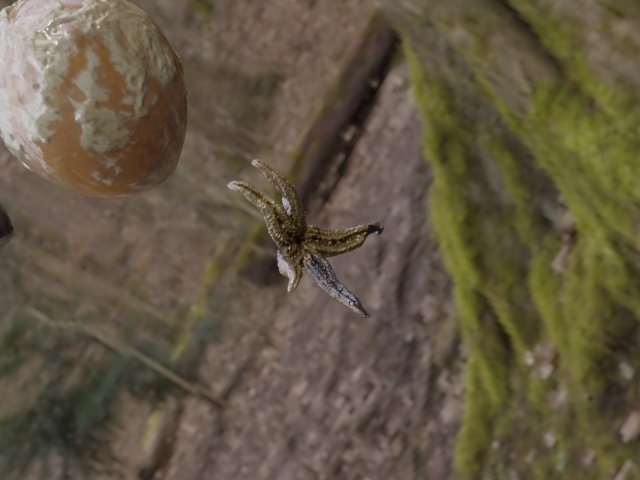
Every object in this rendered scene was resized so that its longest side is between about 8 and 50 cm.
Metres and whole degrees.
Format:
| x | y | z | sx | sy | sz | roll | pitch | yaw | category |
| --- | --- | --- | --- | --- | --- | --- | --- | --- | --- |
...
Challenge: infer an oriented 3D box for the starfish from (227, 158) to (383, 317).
| x | y | z | sx | sy | sz | roll | pitch | yaw | category |
| --- | --- | --- | --- | --- | --- | --- | --- | --- | --- |
| -0.003 | 0.004 | 1.177 | 0.041 | 0.133 | 0.130 | -33 | -16 | 35 | starfish |

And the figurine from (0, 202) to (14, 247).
| x | y | z | sx | sy | sz | roll | pitch | yaw | category |
| --- | --- | --- | --- | --- | --- | --- | --- | --- | --- |
| -0.284 | -0.027 | 0.951 | 0.222 | 0.145 | 0.145 | -16 | 35 | 54 | figurine |

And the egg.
| x | y | z | sx | sy | sz | roll | pitch | yaw | category |
| --- | --- | --- | --- | --- | --- | --- | --- | --- | --- |
| -0.235 | -0.149 | 1.641 | 0.203 | 0.245 | 0.203 | -26 | 27 | 14 | egg |
